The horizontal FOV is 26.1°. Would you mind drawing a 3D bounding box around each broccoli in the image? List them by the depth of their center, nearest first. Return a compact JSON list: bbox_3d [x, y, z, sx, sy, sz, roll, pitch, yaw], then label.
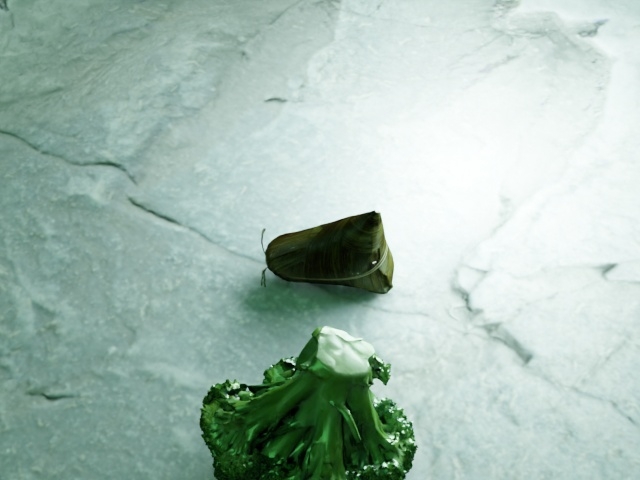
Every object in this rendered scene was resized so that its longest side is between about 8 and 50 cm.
[{"bbox_3d":[-0.013,0.222,1.685,0.269,0.241,0.261,18,37,-13],"label":"broccoli"}]

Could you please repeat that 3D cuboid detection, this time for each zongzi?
[{"bbox_3d":[0.000,0.000,1.835,0.187,0.184,0.084,3,63,11],"label":"zongzi"}]
